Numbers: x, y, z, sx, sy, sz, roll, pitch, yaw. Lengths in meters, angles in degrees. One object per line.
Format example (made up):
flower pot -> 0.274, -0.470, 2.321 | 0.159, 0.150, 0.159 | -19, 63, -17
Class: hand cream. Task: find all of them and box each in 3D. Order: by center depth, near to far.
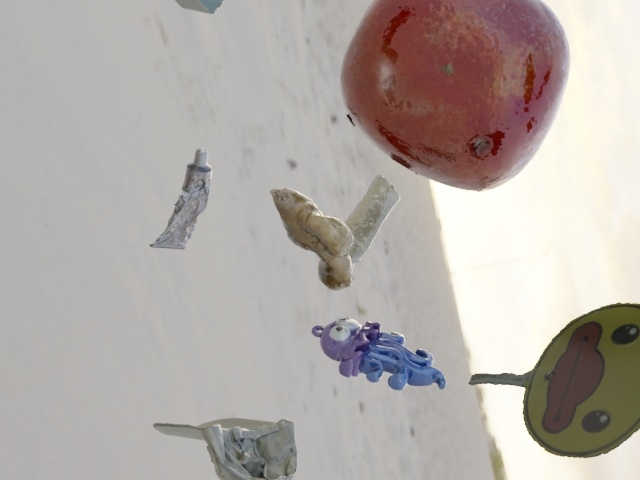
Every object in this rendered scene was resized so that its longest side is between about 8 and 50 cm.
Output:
hand cream -> -0.271, -0.075, 2.119 | 0.050, 0.084, 0.257 | 53, -50, 37

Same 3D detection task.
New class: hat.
hat -> -0.169, 0.383, 1.862 | 0.214, 0.245, 0.149 | 7, 69, -46

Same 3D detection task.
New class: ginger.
ginger -> -0.006, 0.000, 1.557 | 0.133, 0.059, 0.214 | 30, -21, 22

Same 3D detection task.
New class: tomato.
tomato -> 0.180, -0.229, 1.445 | 0.144, 0.338, 0.338 | -40, 120, -74

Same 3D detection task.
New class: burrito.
burrito -> 0.075, -0.028, 1.865 | 0.060, 0.226, 0.087 | 41, -21, -14

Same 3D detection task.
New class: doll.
doll -> 0.081, 0.158, 1.443 | 0.110, 0.206, 0.067 | -49, 155, -53

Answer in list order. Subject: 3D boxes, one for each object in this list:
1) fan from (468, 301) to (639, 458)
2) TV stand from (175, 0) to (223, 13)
fan -> 0.317, 0.173, 1.325 | 0.011, 0.335, 0.229 | 43, 60, -27
TV stand -> -0.096, -0.405, 1.257 | 0.083, 0.269, 0.088 | 25, -15, 50
